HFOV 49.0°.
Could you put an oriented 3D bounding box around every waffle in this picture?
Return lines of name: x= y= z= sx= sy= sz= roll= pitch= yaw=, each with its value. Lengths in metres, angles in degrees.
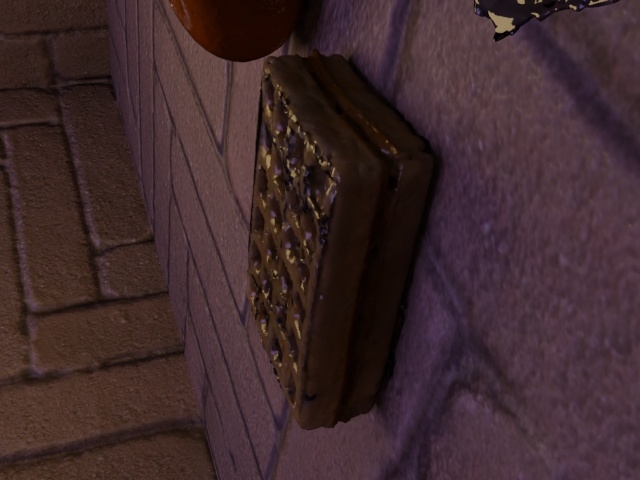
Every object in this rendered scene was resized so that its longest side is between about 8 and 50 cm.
waffle: x=0.001 y=0.000 z=0.810 sx=0.261 sy=0.113 sz=0.376 roll=-118 pitch=27 yaw=-47

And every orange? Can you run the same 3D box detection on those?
orange: x=-0.106 y=-0.332 z=0.872 sx=0.224 sy=0.170 sz=0.224 roll=58 pitch=169 yaw=18

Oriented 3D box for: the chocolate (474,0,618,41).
chocolate: x=0.143 y=-0.261 z=0.320 sx=0.112 sy=0.111 sz=0.322 roll=-155 pitch=60 yaw=-64
